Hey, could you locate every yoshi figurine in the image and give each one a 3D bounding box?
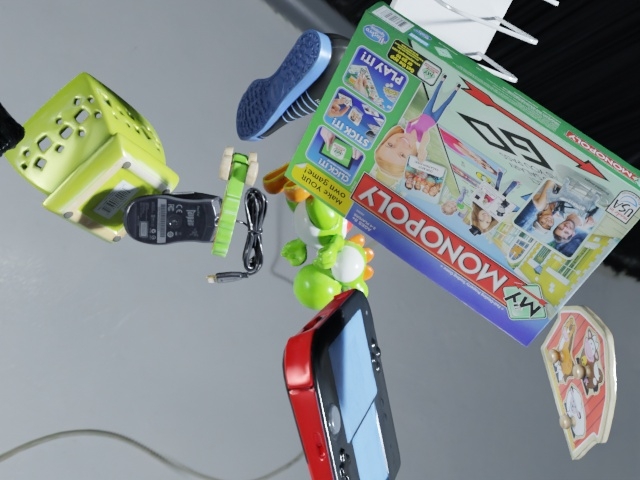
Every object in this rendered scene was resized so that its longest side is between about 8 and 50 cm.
[{"bbox_3d":[-0.018,0.017,1.879,0.362,0.203,0.203,64,27,-27],"label":"yoshi figurine"}]

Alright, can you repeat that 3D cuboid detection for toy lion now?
[{"bbox_3d":[-0.085,-0.035,0.795,0.034,0.100,0.096,13,102,-8],"label":"toy lion"}]

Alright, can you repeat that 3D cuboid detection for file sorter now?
[{"bbox_3d":[0.264,-0.407,1.287,0.193,0.277,0.173,14,25,-27],"label":"file sorter"}]

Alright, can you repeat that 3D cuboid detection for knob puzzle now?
[{"bbox_3d":[0.330,0.170,1.096,0.030,0.213,0.213,-2,73,-7],"label":"knob puzzle"}]

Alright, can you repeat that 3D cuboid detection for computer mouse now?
[{"bbox_3d":[-0.228,-0.008,1.567,0.262,0.060,0.184,-5,109,-11],"label":"computer mouse"}]

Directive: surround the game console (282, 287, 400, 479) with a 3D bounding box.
[{"bbox_3d":[0.051,0.268,1.296,0.386,0.060,0.342,-32,106,-73],"label":"game console"}]

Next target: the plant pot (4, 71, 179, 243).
[{"bbox_3d":[-0.422,-0.139,1.607,0.207,0.228,0.227,52,7,32],"label":"plant pot"}]

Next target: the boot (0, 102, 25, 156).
[{"bbox_3d":[-0.397,-0.211,0.913,0.131,0.348,0.260,-40,111,-52],"label":"boot"}]

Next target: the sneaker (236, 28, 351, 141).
[{"bbox_3d":[-0.027,-0.193,1.118,0.090,0.232,0.081,5,67,-34],"label":"sneaker"}]

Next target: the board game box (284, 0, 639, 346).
[{"bbox_3d":[0.137,-0.061,0.849,0.317,0.213,0.046,35,37,8],"label":"board game box"}]
